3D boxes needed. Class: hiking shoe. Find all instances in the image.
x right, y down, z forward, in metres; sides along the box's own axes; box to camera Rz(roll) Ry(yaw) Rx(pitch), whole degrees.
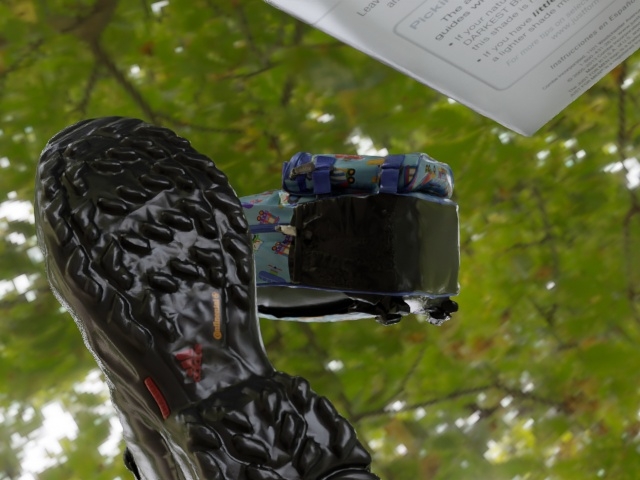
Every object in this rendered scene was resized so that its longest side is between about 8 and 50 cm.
[{"bbox_3d":[-0.061,0.055,0.617,0.227,0.086,0.114,61,-30,28],"label":"hiking shoe"}]

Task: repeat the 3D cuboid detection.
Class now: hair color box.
[{"bbox_3d":[0.054,-0.195,0.778,0.185,0.374,0.114,-40,-124,24],"label":"hair color box"}]

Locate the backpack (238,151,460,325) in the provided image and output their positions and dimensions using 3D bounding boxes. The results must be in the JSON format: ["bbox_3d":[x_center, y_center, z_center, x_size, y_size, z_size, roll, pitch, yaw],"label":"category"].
[{"bbox_3d":[0.000,0.000,1.065,0.173,0.158,0.117,0,-92,20],"label":"backpack"}]
